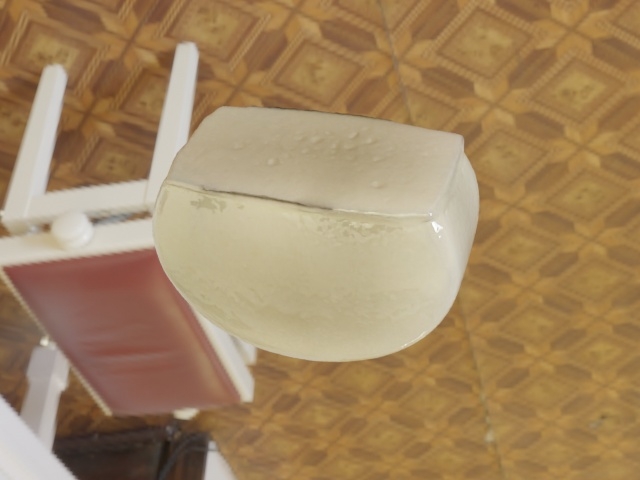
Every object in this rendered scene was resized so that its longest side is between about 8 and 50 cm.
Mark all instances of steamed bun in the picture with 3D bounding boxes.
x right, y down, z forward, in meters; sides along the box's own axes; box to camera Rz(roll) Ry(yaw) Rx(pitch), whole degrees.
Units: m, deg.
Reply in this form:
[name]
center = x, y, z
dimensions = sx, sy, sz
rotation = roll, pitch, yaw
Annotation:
[steamed bun]
center = 0.000, 0.000, 0.840
dimensions = 0.241, 0.146, 0.164
rotation = 9, 127, 16
